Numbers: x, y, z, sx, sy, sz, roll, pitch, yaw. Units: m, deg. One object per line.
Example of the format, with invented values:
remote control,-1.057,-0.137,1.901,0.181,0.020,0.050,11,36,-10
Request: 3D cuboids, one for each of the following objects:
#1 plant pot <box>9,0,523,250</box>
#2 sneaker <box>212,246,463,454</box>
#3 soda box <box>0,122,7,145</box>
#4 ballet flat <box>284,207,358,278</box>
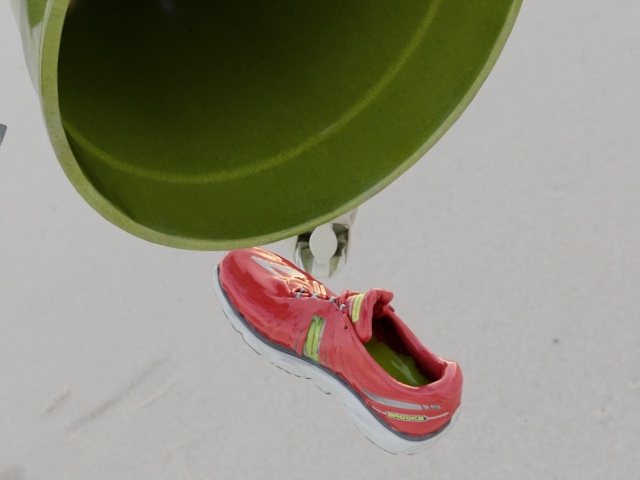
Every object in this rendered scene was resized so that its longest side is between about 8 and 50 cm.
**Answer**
plant pot,-0.094,-0.242,0.808,0.366,0.366,0.353,-31,53,-11
sneaker,0.023,0.077,1.017,0.279,0.118,0.107,35,44,15
soda box,-0.267,-0.045,0.481,0.098,0.091,0.286,25,6,13
ballet flat,0.000,0.000,1.265,0.086,0.248,0.086,2,65,-3
